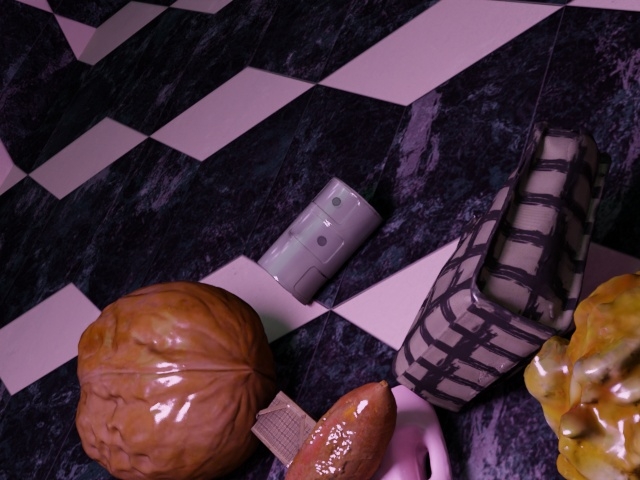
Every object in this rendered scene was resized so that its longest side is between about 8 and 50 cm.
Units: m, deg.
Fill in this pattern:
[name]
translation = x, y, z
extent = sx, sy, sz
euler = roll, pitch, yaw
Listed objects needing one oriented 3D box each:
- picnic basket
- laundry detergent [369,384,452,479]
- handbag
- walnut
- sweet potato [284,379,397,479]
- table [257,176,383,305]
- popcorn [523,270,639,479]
[picnic basket]
translation = -0.024, 0.319, 1.541
extent = 0.079, 0.115, 0.164
euler = -52, 33, -5
[laundry detergent]
translation = 0.121, 0.361, 1.364
extent = 0.159, 0.088, 0.335
euler = -39, 35, 21
[handbag]
translation = 0.255, 0.043, 1.374
extent = 0.327, 0.163, 0.325
euler = -64, 2, -30
[walnut]
translation = -0.250, 0.249, 1.701
extent = 0.398, 0.308, 0.353
euler = -10, 82, 43
[sweet potato]
translation = -0.006, 0.342, 1.390
extent = 0.385, 0.109, 0.109
euler = -54, 29, 24
[table]
translation = 0.000, 0.000, 1.835
extent = 0.220, 0.126, 0.126
euler = -48, 33, 0
[popcorn]
translation = 0.406, 0.182, 1.070
extent = 0.321, 0.290, 0.325
euler = -40, 63, 3
